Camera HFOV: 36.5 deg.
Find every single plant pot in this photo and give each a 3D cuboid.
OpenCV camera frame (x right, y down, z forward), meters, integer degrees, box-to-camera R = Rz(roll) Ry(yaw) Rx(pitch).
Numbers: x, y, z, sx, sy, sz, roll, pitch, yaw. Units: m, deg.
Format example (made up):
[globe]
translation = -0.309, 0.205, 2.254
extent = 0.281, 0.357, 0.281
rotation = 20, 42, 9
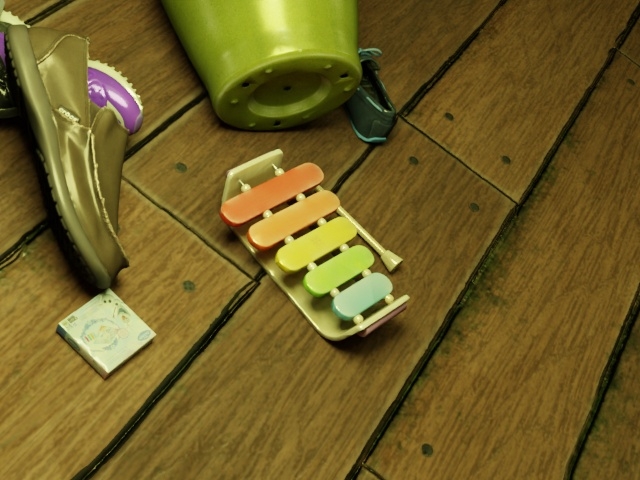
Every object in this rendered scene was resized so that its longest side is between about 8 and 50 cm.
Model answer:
[plant pot]
translation = -0.088, -0.379, 1.539
extent = 0.366, 0.366, 0.353
rotation = -4, 69, -31

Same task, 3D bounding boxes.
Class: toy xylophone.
[toy xylophone]
translation = 0.000, 0.000, 1.436
extent = 0.322, 0.081, 0.236
rotation = 43, 46, 8

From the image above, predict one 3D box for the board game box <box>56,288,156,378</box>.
[board game box]
translation = -0.272, 0.117, 1.235
extent = 0.090, 0.020, 0.090
rotation = 43, 46, 8

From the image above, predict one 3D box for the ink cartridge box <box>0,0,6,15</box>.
[ink cartridge box]
translation = -0.598, -0.329, 1.318
extent = 0.310, 0.065, 0.186
rotation = 2, 44, -7

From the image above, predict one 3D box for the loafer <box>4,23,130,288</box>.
[loafer]
translation = -0.306, -0.120, 1.262
extent = 0.130, 0.134, 0.366
rotation = -16, 85, -20

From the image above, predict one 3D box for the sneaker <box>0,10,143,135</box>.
[sneaker]
translation = -0.400, -0.207, 1.373
extent = 0.293, 0.102, 0.146
rotation = 28, 46, 4

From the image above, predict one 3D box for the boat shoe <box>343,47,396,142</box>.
[boat shoe]
translation = 0.075, -0.291, 1.703
extent = 0.109, 0.089, 0.258
rotation = -12, 61, -35
